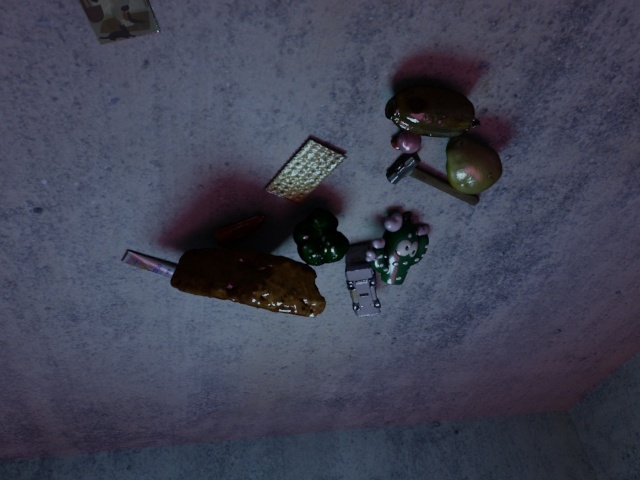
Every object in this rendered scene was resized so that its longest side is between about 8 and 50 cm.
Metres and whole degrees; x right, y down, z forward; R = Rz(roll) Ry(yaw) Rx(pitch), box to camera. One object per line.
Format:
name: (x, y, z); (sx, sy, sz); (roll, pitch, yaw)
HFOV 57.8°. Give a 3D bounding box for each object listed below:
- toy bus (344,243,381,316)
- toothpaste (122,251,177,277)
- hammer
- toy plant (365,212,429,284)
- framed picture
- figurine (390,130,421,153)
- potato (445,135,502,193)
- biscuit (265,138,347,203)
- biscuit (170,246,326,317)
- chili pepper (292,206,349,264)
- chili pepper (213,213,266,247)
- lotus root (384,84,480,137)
toy bus: (0.150, 0.149, 2.070); (0.112, 0.138, 0.317); (-7, 144, 3)
toothpaste: (-0.540, 0.082, 1.888); (0.194, 0.043, 0.067); (20, 136, -26)
hammer: (0.366, -0.171, 1.790); (0.365, 0.043, 0.111); (19, 133, -35)
toy plant: (0.259, 0.023, 1.915); (0.232, 0.112, 0.243); (37, 83, -42)
framed picture: (-0.428, -0.503, 1.191); (0.135, 0.010, 0.201); (-11, 143, 1)
figurine: (0.247, -0.274, 1.606); (0.083, 0.067, 0.071); (-12, 166, -26)
potato: (0.433, -0.223, 1.672); (0.157, 0.157, 0.194); (-30, 125, 23)
biscuit: (-0.044, -0.194, 1.676); (0.139, 0.016, 0.231); (19, 133, -33)
biscuit: (-0.216, 0.122, 1.780); (0.395, 0.166, 0.342); (4, 167, 39)
chili pepper: (0.000, 0.000, 1.805); (0.165, 0.174, 0.261); (-37, 177, -2)
chili pepper: (-0.241, -0.039, 1.793); (0.168, 0.065, 0.088); (-26, 158, 12)
lotus root: (0.286, -0.334, 1.495); (0.241, 0.123, 0.124); (8, 155, -18)
